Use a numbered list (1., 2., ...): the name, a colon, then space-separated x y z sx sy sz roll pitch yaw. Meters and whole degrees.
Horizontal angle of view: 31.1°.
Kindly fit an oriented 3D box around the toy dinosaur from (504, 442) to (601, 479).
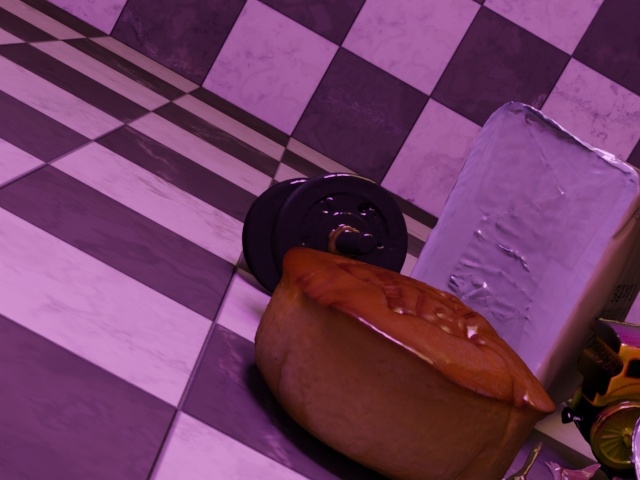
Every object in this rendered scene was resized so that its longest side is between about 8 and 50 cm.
1. toy dinosaur: 0.184 0.230 0.943 0.220 0.032 0.108 -14 61 -51

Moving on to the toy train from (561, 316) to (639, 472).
1. toy train: 0.414 0.181 1.254 0.296 0.161 0.100 11 15 -12

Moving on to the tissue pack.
1. tissue pack: 0.275 0.035 1.417 0.205 0.332 0.405 31 10 22

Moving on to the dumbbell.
1. dumbbell: 0.000 0.000 1.245 0.143 0.143 0.325 27 -6 -14

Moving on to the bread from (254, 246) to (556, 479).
1. bread: 0.067 0.107 0.999 0.269 0.148 0.270 29 7 -4

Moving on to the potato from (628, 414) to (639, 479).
1. potato: 0.450 0.276 1.109 0.299 0.246 0.196 26 -24 38

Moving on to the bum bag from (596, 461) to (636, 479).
1. bum bag: 0.405 0.288 1.289 0.248 0.069 0.102 21 29 -34
